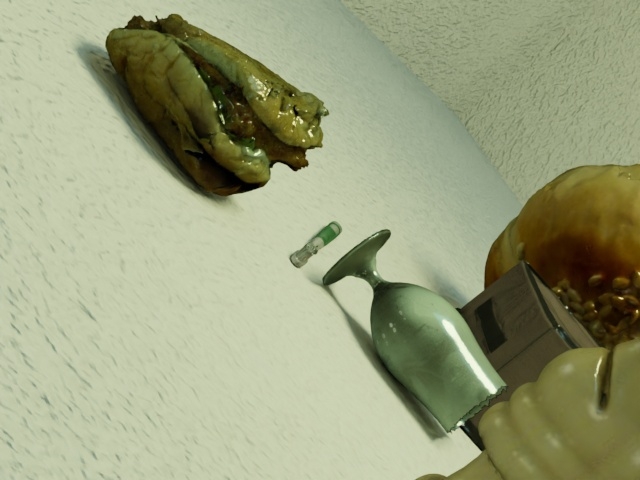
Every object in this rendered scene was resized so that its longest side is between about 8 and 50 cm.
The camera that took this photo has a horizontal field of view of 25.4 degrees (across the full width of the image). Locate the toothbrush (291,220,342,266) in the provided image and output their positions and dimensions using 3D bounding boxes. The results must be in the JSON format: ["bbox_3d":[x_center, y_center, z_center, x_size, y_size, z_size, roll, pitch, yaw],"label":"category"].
[{"bbox_3d":[0.000,0.000,1.527,0.018,0.024,0.257,50,11,0],"label":"toothbrush"}]

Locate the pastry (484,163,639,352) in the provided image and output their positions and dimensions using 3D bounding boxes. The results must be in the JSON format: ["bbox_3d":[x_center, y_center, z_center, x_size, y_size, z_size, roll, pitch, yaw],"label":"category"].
[{"bbox_3d":[0.391,0.097,1.862,0.409,0.409,0.245,49,49,-7],"label":"pastry"}]

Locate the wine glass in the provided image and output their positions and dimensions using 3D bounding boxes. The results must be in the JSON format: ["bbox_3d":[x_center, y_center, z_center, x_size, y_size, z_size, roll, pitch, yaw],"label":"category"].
[{"bbox_3d":[0.096,0.092,1.421,0.202,0.093,0.093,53,12,11],"label":"wine glass"}]

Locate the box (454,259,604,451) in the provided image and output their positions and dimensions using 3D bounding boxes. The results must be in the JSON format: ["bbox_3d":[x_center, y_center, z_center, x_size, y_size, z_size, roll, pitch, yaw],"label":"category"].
[{"bbox_3d":[0.247,0.160,1.626,0.188,0.153,0.252,49,11,-11],"label":"box"}]

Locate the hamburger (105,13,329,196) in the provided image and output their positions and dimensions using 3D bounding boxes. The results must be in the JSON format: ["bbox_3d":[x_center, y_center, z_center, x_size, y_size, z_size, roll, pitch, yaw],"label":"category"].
[{"bbox_3d":[-0.106,-0.126,1.338,0.206,0.130,0.183,35,4,23],"label":"hamburger"}]

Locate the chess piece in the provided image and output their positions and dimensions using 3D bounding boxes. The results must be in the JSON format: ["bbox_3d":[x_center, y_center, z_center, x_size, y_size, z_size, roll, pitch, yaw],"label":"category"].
[{"bbox_3d":[0.149,0.147,0.928,0.139,0.307,0.124,46,13,-16],"label":"chess piece"}]
